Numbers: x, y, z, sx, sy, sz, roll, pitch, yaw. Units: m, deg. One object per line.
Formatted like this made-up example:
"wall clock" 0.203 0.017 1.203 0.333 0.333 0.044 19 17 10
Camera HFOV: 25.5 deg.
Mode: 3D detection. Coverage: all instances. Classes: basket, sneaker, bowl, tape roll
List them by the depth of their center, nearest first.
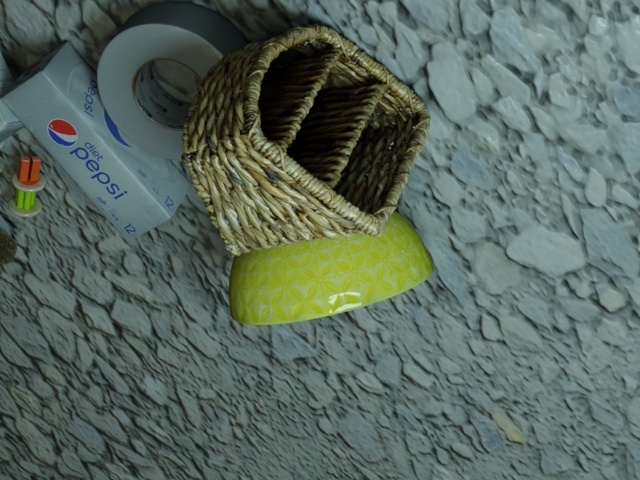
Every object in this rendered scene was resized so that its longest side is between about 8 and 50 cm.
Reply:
"basket" -0.015 -0.151 1.802 0.223 0.299 0.213 -9 121 28
"bowl" 0.000 0.000 1.957 0.289 0.289 0.156 -9 99 25
"tape roll" -0.195 -0.219 1.961 0.219 0.072 0.219 9 128 12
"sneaker" -0.565 -0.027 2.218 0.086 0.064 0.192 14 157 39

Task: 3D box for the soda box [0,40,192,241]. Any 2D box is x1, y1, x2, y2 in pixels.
"soda box" -0.321 -0.141 2.053 0.098 0.091 0.286 -26 114 35

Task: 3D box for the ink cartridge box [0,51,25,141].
"ink cartridge box" -0.578 -0.224 2.098 0.275 0.060 0.239 -26 86 33

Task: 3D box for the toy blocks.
"toy blocks" -0.474 -0.118 2.150 0.123 0.054 0.148 20 130 5
